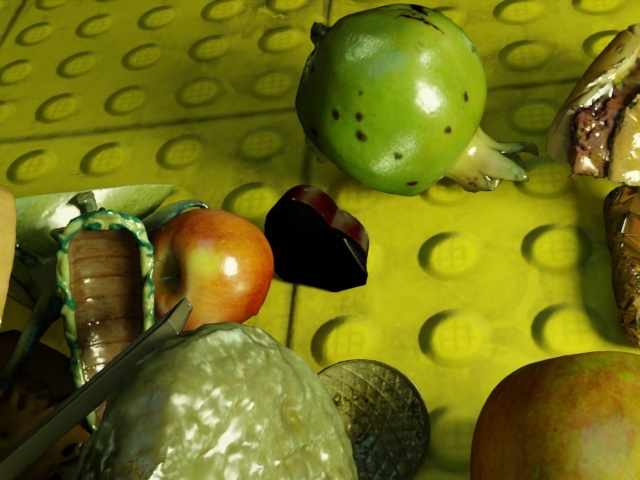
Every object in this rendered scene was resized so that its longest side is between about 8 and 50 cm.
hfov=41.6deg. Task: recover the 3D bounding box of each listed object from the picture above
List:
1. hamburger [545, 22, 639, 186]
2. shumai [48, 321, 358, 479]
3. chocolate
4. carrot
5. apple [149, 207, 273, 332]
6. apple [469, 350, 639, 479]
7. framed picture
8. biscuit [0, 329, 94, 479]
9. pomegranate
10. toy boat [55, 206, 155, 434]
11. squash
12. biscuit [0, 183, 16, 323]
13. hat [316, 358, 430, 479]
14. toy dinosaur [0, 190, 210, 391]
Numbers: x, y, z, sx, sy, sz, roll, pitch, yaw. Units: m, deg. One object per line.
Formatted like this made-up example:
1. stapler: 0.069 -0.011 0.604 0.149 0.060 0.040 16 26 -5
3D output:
1. hamburger: 0.410 -0.172 1.071 0.155 0.282 0.246 20 96 40
2. shumai: -0.150 0.277 0.689 0.323 0.324 0.398 -10 79 30
3. chocolate: 0.000 0.000 1.065 0.148 0.125 0.080 35 45 -4
4. carrot: 0.365 0.023 0.967 0.068 0.069 0.229 -3 44 12
5. apple: -0.136 0.038 1.022 0.163 0.164 0.139 27 16 34
6. apple: 0.247 0.219 0.726 0.246 0.246 0.227 -1 66 14
7. framed picture: -0.248 0.172 0.799 0.315 0.024 0.232 -42 4 -4
8. biscuit: -0.421 0.250 0.968 0.358 0.046 0.359 -7 45 7
9. pomegranate: 0.124 -0.169 1.106 0.340 0.260 0.261 26 52 -2
10. toy boat: -0.240 0.108 0.960 0.108 0.293 0.099 -4 5 -15
11. squash: -0.351 -0.047 1.134 0.189 0.189 0.260 25 61 33
12. biscuit: -0.422 0.118 0.883 0.365 0.062 0.386 5 74 50
13. hat: 0.039 0.197 0.891 0.145 0.067 0.146 0 85 -4
14. toy dinosaur: -0.284 0.022 1.034 0.076 0.147 0.363 16 47 41
